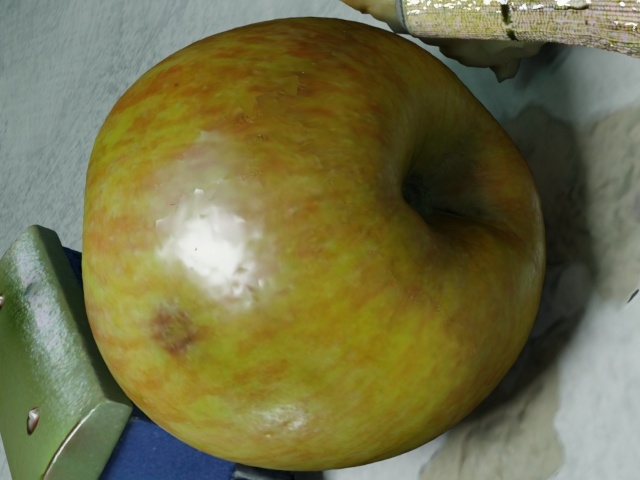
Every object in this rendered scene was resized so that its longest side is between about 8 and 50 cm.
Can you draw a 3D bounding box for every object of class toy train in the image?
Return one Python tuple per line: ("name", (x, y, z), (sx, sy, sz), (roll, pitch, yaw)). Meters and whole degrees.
("toy train", (-0.126, 0.108, 0.841), (0.131, 0.202, 0.300), (-60, 31, 11))

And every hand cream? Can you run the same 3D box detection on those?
("hand cream", (0.135, -0.125, 0.606), (0.203, 0.084, 0.084), (2, 70, 24))

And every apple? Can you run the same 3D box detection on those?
("apple", (0.000, 0.000, 0.669), (0.264, 0.264, 0.264), (-36, 43, 43))

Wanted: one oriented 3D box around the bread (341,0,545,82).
("bread", (0.052, -0.344, 0.680), (0.279, 0.371, 0.390), (-37, 43, 43))
